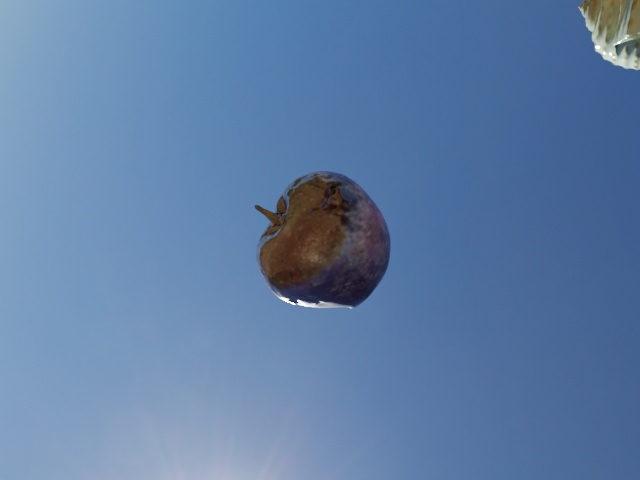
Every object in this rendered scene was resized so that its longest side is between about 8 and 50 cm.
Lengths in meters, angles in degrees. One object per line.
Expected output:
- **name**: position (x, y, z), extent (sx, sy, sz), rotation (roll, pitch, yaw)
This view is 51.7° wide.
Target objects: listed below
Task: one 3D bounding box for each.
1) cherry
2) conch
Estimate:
- **cherry**: position (0.009, 0.003, 0.922), extent (0.195, 0.195, 0.195), rotation (-26, -132, 33)
- **conch**: position (0.374, -0.259, 0.679), extent (0.200, 0.172, 0.131), rotation (-14, -99, 18)
